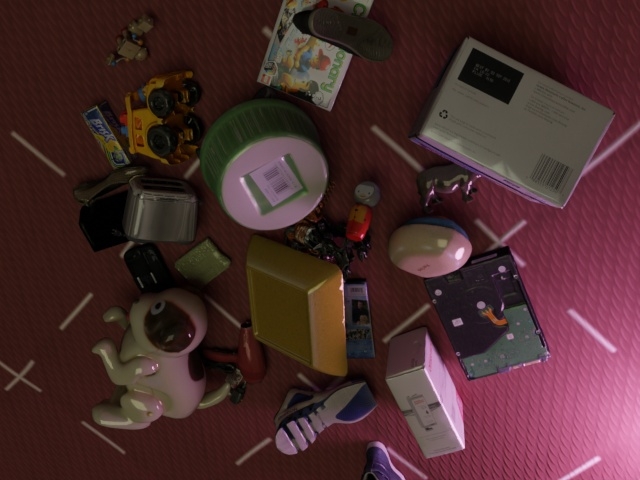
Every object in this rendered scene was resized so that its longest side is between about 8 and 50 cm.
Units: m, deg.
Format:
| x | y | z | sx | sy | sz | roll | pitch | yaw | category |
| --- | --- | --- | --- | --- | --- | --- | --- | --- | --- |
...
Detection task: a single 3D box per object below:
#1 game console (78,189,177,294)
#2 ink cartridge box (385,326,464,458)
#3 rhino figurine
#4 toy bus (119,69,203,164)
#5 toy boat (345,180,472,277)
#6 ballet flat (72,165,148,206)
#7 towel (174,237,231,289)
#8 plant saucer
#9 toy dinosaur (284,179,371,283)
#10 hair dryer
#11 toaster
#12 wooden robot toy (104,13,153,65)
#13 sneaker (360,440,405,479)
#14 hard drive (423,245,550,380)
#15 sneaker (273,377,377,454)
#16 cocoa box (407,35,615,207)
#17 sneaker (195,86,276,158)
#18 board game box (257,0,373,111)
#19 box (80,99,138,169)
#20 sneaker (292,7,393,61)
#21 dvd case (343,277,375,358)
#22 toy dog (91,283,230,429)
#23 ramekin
| x | y | z | sx | sy | sz | roll | pitch | yaw | category |
| --- | --- | --- | --- | --- | --- | --- | --- | --- | --- |
| -0.524 | 0.040 | 2.065 | 0.213 | 0.044 | 0.361 | -16 | 112 | 20 | game console |
| 0.287 | 0.410 | 1.991 | 0.117 | 0.207 | 0.283 | -21 | 110 | 18 | ink cartridge box |
| 0.348 | -0.151 | 1.778 | 0.243 | 0.073 | 0.106 | -17 | 115 | 17 | rhino figurine |
| -0.416 | -0.316 | 1.823 | 0.211 | 0.149 | 0.220 | 13 | 117 | 23 | toy bus |
| 0.215 | -0.027 | 1.786 | 0.318 | 0.148 | 0.267 | 23 | 162 | -13 | toy boat |
| -0.559 | -0.144 | 1.952 | 0.250 | 0.084 | 0.058 | -16 | 82 | 22 | ballet flat |
| -0.330 | 0.065 | 2.046 | 0.148 | 0.027 | 0.110 | -37 | 103 | 26 | towel |
| -0.083 | 0.183 | 1.931 | 0.333 | 0.081 | 0.333 | 19 | 124 | 39 | plant saucer |
| 0.000 | 0.000 | 1.880 | 0.218 | 0.164 | 0.322 | 24 | 149 | 19 | toy dinosaur |
| -0.265 | 0.352 | 2.145 | 0.223 | 0.080 | 0.293 | 35 | 117 | -6 | hair dryer |
| -0.423 | -0.078 | 1.909 | 0.227 | 0.129 | 0.146 | 3 | 115 | -24 | toaster |
| -0.451 | -0.478 | 1.793 | 0.079 | 0.076 | 0.173 | 23 | 125 | -41 | wooden robot toy |
| 0.192 | 0.743 | 2.203 | 0.086 | 0.163 | 0.226 | -23 | 111 | 19 | sneaker |
| 0.442 | 0.198 | 1.937 | 0.237 | 0.064 | 0.339 | -20 | 110 | 20 | hard drive |
| -0.011 | 0.475 | 2.134 | 0.315 | 0.182 | 0.127 | -26 | 113 | -9 | sneaker |
| 0.400 | -0.251 | 1.597 | 0.347 | 0.228 | 0.231 | 26 | 95 | -2 | cocoa box |
| -0.214 | -0.280 | 1.810 | 0.106 | 0.101 | 0.267 | 43 | 105 | 16 | sneaker |
| -0.009 | -0.476 | 1.697 | 0.193 | 0.053 | 0.305 | 22 | 118 | -1 | board game box |
| -0.547 | -0.274 | 1.902 | 0.054 | 0.059 | 0.169 | -21 | 111 | 19 | box |
| 0.052 | -0.465 | 1.627 | 0.222 | 0.118 | 0.083 | 16 | 101 | -31 | sneaker |
| 0.052 | 0.222 | 2.050 | 0.180 | 0.022 | 0.253 | -2 | 116 | 13 | dvd case |
| -0.435 | 0.313 | 2.019 | 0.395 | 0.284 | 0.408 | 19 | 124 | 3 | toy dog |
| -0.126 | -0.170 | 1.747 | 0.303 | 0.148 | 0.303 | -11 | 129 | -14 | ramekin |
